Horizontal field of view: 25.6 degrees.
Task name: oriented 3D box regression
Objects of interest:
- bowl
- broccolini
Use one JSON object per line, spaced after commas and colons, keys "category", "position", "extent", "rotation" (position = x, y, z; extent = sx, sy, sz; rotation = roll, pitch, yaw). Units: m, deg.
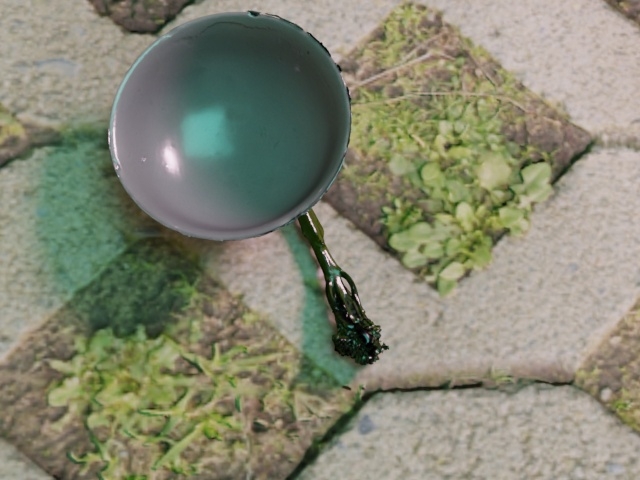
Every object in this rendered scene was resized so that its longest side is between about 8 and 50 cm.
{"category": "bowl", "position": [-0.064, -0.078, 1.107], "extent": [0.189, 0.086, 0.189], "rotation": [-2, 74, 6]}
{"category": "broccolini", "position": [0.001, 0.000, 1.142], "extent": [0.042, 0.044, 0.218], "rotation": [-19, 73, -3]}
